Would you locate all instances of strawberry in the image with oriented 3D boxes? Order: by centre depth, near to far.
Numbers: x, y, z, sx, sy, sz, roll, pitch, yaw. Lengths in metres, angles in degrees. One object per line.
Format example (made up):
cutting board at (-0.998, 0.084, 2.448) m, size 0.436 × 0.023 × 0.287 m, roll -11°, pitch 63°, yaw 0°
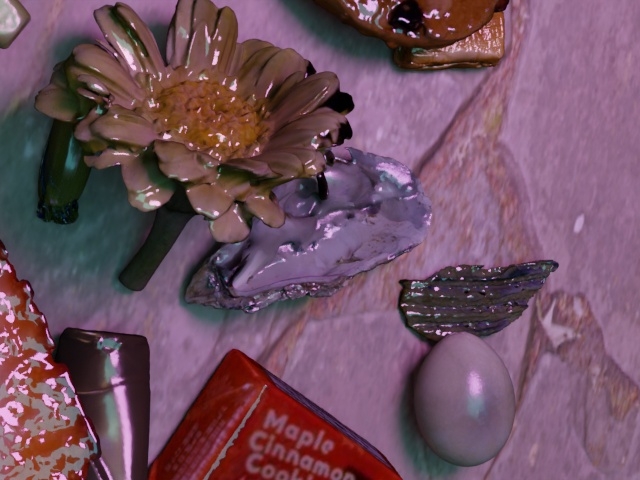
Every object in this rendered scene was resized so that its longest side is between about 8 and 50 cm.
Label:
strawberry at (-0.362, 0.157, 0.993) m, size 0.253 × 0.150 × 0.280 m, roll -22°, pitch 88°, yaw -25°

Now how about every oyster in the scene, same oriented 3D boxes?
oyster at (0.001, 0.000, 1.163) m, size 0.199 × 0.087 × 0.252 m, roll 31°, pitch 74°, yaw -12°

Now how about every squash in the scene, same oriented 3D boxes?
squash at (-0.243, -0.105, 1.075) m, size 0.052 × 0.052 × 0.183 m, roll 15°, pitch 90°, yaw -23°

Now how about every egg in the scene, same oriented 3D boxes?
egg at (0.162, 0.179, 1.227) m, size 0.114 × 0.114 × 0.152 m, roll -4°, pitch 91°, yaw -23°

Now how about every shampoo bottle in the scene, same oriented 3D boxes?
shampoo bottle at (-0.229, 0.262, 1.066) m, size 0.084 × 0.126 × 0.350 m, roll 18°, pitch 73°, yaw -58°

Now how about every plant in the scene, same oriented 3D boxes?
plant at (-0.097, -0.076, 1.016) m, size 0.306 × 0.261 × 0.296 m, roll -23°, pitch 117°, yaw -56°

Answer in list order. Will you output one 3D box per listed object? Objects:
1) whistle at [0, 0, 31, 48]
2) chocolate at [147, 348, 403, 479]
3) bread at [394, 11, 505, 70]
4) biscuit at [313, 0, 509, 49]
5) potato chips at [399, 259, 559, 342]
whistle at (-0.389, -0.275, 0.970) m, size 0.288 × 0.106 × 0.131 m, roll 38°, pitch 76°, yaw -19°
chocolate at (-0.055, 0.275, 1.147) m, size 0.237 × 0.108 × 0.234 m, roll 39°, pitch 77°, yaw -19°
bread at (0.146, -0.229, 1.230) m, size 0.132 × 0.053 × 0.074 m, roll -8°, pitch 96°, yaw -20°
biscuit at (0.081, -0.340, 1.167) m, size 0.296 × 0.075 × 0.295 m, roll 4°, pitch 79°, yaw -19°
potato chips at (0.189, 0.071, 1.280) m, size 0.208 × 0.028 × 0.091 m, roll -6°, pitch 97°, yaw -21°
